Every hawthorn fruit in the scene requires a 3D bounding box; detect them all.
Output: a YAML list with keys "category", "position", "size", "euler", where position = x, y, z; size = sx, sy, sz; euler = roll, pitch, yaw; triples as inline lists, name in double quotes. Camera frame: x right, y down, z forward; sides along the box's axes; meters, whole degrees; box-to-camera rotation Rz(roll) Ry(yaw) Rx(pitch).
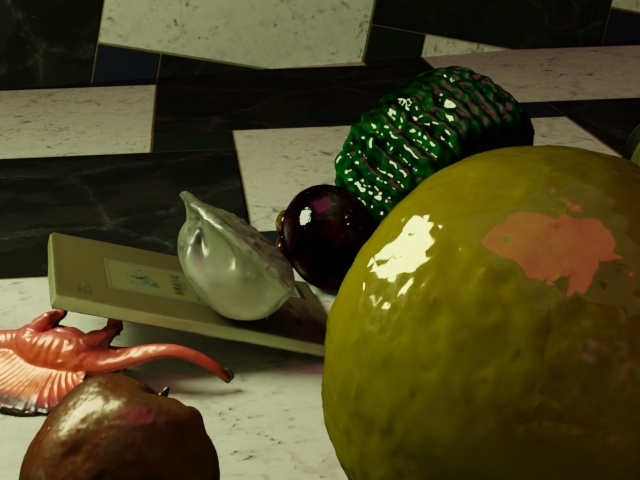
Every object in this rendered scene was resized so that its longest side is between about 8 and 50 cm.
- category: "hawthorn fruit"
  position: [-0.169, 0.187, 0.965]
  size: [0.189, 0.149, 0.149]
  euler: [-35, 25, -7]

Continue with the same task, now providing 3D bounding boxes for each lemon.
- category: "lemon"
  position: [0.168, 0.099, 0.884]
  size: [0.348, 0.348, 0.348]
  euler: [-1, 18, 0]

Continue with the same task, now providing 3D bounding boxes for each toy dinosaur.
- category: "toy dinosaur"
  position: [-0.243, 0.132, 1.252]
  size: [0.286, 0.070, 0.139]
  euler: [13, 33, 20]

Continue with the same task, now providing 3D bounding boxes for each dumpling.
- category: "dumpling"
  position: [-0.099, 0.016, 1.306]
  size: [0.092, 0.150, 0.176]
  euler: [-39, 20, 8]

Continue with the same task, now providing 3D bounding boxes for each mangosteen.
- category: "mangosteen"
  position: [0.000, 0.000, 1.539]
  size: [0.140, 0.140, 0.140]
  euler: [-1, 18, 0]

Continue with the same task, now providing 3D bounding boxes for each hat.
- category: "hat"
  position: [0.201, -0.051, 1.597]
  size: [0.274, 0.242, 0.332]
  euler: [-33, 55, -24]

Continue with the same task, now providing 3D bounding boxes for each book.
- category: "book"
  position: [-0.141, 0.059, 1.378]
  size: [0.310, 0.021, 0.217]
  euler: [12, 15, -16]

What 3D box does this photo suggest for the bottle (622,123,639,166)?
- category: "bottle"
  position: [0.494, -0.083, 1.673]
  size: [0.172, 0.171, 0.351]
  euler: [0, 18, 3]
